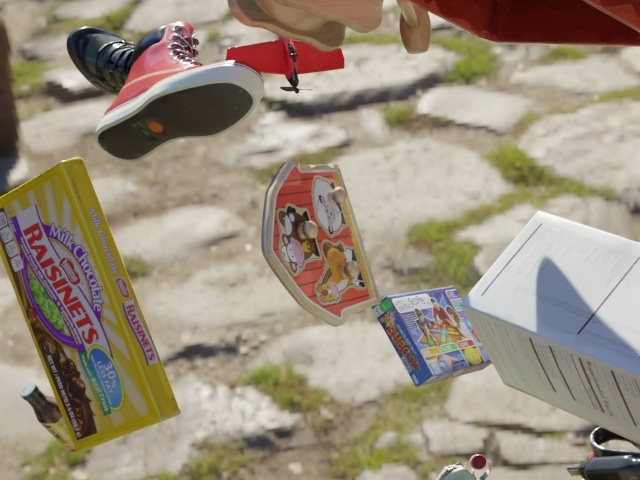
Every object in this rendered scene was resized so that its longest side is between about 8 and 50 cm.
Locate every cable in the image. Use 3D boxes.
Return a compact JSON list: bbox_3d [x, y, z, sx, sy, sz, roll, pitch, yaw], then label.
[{"bbox_3d":[0.458,0.317,1.943,0.287,0.072,0.139,-7,36,39],"label":"cable"}]

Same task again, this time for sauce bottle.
[{"bbox_3d":[-0.374,0.246,1.983,0.042,0.128,0.042,-23,36,18],"label":"sauce bottle"}]

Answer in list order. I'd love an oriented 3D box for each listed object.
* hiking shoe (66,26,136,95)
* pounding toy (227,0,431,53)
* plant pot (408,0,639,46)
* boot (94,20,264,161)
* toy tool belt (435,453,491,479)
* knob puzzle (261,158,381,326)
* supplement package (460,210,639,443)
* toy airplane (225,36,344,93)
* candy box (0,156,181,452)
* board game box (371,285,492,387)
[{"bbox_3d":[-0.248,-0.242,1.947,0.226,0.114,0.086,31,64,4],"label":"hiking shoe"},{"bbox_3d":[0.027,-0.312,1.589,0.269,0.154,0.154,12,-22,-41],"label":"pounding toy"},{"bbox_3d":[0.184,-0.343,1.340,0.267,0.236,0.267,20,-3,-33],"label":"plant pot"},{"bbox_3d":[-0.146,-0.199,1.612,0.244,0.088,0.176,-14,47,41],"label":"boot"},{"bbox_3d":[0.176,0.304,1.796,0.083,0.052,0.051,-49,-1,-8],"label":"toy tool belt"},{"bbox_3d":[0.000,0.000,1.556,0.030,0.213,0.213,-18,20,32],"label":"knob puzzle"},{"bbox_3d":[0.280,0.090,1.339,0.244,0.134,0.139,23,63,46],"label":"supplement package"},{"bbox_3d":[-0.040,-0.237,1.653,0.151,0.028,0.151,9,61,-17],"label":"toy airplane"},{"bbox_3d":[-0.182,0.051,1.068,0.105,0.206,0.027,-24,-4,36],"label":"candy box"},{"bbox_3d":[0.171,0.139,2.095,0.035,0.136,0.201,-38,-19,30],"label":"board game box"}]
